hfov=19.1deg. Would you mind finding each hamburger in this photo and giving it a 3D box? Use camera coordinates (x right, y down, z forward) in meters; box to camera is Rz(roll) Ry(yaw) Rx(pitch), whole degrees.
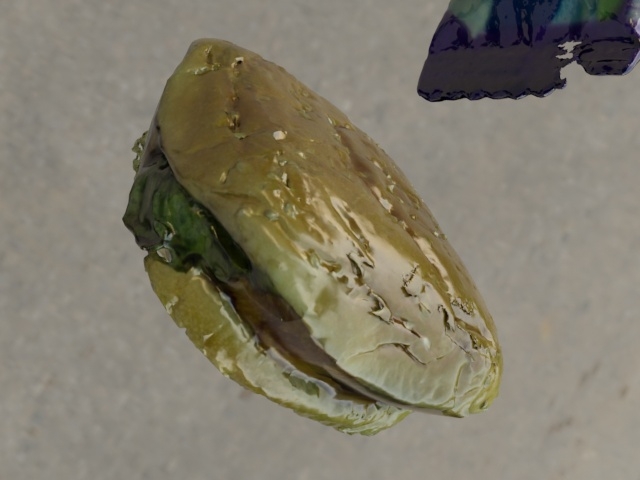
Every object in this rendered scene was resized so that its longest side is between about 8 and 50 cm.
[{"bbox_3d":[-0.002,-0.001,1.189,0.265,0.285,0.134,25,119,-42],"label":"hamburger"}]

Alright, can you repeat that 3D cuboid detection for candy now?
[{"bbox_3d":[0.150,-0.184,0.993,0.070,0.145,0.275,43,62,-32],"label":"candy"}]
